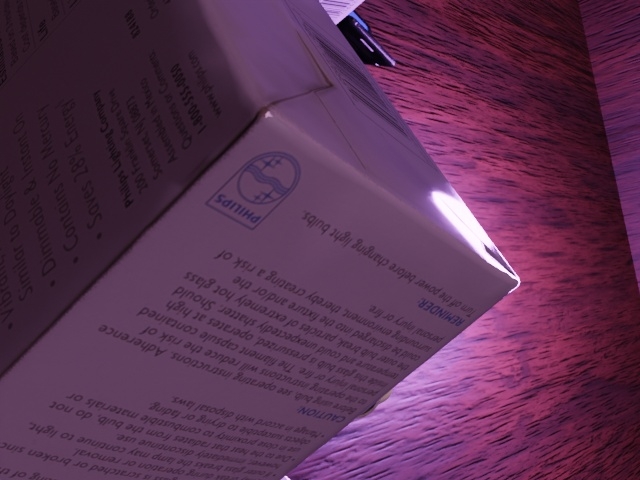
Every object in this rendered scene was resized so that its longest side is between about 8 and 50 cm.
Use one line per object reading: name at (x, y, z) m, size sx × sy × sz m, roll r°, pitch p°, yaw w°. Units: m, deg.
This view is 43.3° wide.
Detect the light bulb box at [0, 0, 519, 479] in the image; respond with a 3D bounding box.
light bulb box at (-0.140, -0.014, 0.526) m, size 0.225 × 0.361 × 0.358 m, roll 30°, pitch 25°, yaw -44°

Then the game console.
game console at (0.062, -0.332, 1.240) m, size 0.122 × 0.107 × 0.071 m, roll 35°, pitch 81°, yaw -40°

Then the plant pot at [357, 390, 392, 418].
plant pot at (0.058, 0.189, 1.057) m, size 0.079 × 0.083 × 0.083 m, roll 16°, pitch 65°, yaw -62°

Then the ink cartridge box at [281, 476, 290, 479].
ink cartridge box at (-0.079, 0.279, 0.823) m, size 0.180 × 0.060 × 0.104 m, roll 48°, pitch 43°, yaw -14°

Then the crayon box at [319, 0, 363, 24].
crayon box at (-0.102, -0.282, 0.860) m, size 0.318 × 0.202 × 0.081 m, roll -8°, pitch 76°, yaw -42°
